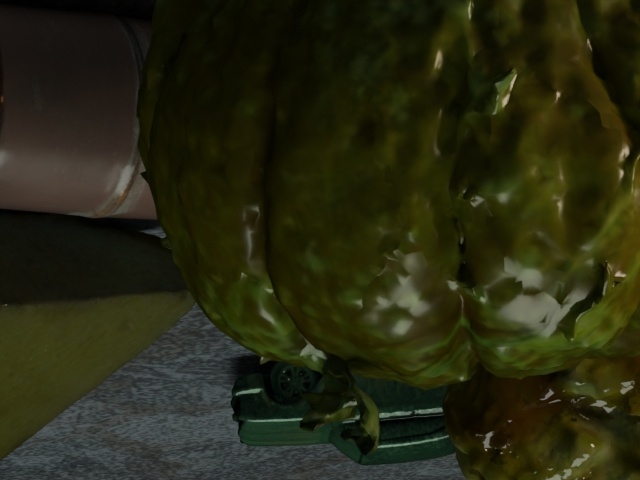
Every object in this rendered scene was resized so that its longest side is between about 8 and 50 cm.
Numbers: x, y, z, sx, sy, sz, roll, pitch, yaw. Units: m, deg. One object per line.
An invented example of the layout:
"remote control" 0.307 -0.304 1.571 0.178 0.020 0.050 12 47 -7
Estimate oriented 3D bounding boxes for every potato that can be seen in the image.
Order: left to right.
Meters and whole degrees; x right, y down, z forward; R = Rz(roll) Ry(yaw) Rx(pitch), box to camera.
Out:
"potato" -0.241 0.048 1.319 0.269 0.112 0.255 -41 157 2

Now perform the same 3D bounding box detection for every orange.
"orange" 0.073 -0.064 0.841 0.301 0.223 0.300 -10 -157 -9

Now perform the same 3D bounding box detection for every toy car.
"toy car" 0.075 0.160 1.902 0.320 0.097 0.141 -4 164 -3

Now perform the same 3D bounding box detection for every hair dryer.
"hair dryer" -0.165 -0.050 1.140 0.189 0.107 0.344 3 172 -31

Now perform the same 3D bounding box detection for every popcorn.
"popcorn" 0.228 0.097 1.438 0.282 0.282 0.247 -7 151 7
